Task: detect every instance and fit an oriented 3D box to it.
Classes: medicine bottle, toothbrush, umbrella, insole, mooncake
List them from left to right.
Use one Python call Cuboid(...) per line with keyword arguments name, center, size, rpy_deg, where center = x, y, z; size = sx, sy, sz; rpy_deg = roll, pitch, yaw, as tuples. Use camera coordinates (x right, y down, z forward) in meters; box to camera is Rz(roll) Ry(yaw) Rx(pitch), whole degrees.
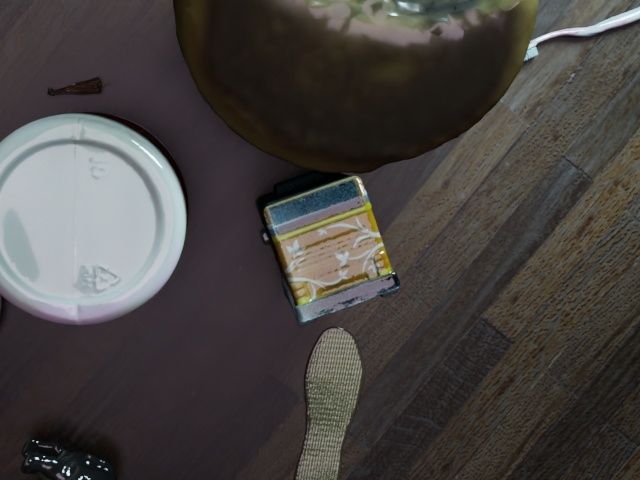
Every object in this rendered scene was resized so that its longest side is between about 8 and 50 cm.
Cuboid(name="umbrella", center=(-0.322, -0.202, 1.442), size=(0.083, 0.031, 0.020), rpy_deg=(-4, 130, -3))
Cuboid(name="medicine bottle", center=(-0.292, -0.035, 1.357), size=(0.253, 0.241, 0.252), rpy_deg=(-1, 98, -5))
Cuboid(name="insole", center=(0.012, 0.248, 1.543), size=(0.086, 0.005, 0.253), rpy_deg=(8, 97, -6))
Cuboid(name="mooncake", center=(0.023, -0.290, 1.253), size=(0.393, 0.246, 0.394), rpy_deg=(-30, 115, 11))
Cuboid(name="toothbrush", center=(0.381, -0.297, 1.503), size=(0.269, 0.021, 0.027), rpy_deg=(-21, 111, -2))

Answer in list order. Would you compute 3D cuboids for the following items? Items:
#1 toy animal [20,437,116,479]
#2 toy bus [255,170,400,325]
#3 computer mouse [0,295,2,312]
Cuboid(name="toy animal", center=(-0.385, 0.436, 1.480), size=(0.168, 0.106, 0.343), rpy_deg=(11, 102, -14))
Cuboid(name="toy bus", center=(0.000, 0.000, 1.376), size=(0.139, 0.275, 0.167), rpy_deg=(-20, 96, -3))
Cuboid(name="computer mouse", center=(-0.526, 0.082, 1.446), size=(0.199, 0.045, 0.102), rpy_deg=(9, 95, -7))
